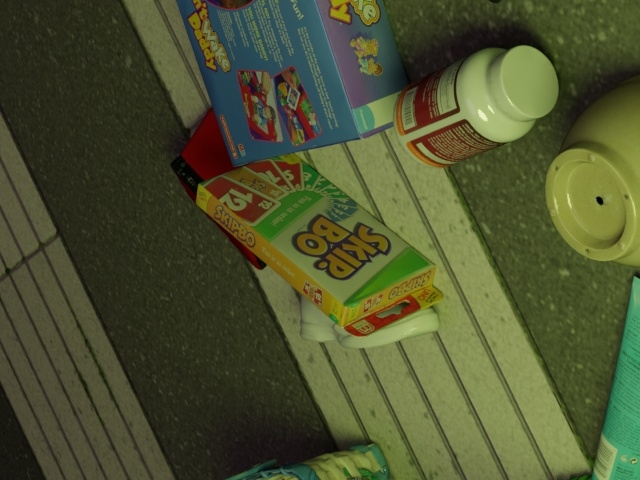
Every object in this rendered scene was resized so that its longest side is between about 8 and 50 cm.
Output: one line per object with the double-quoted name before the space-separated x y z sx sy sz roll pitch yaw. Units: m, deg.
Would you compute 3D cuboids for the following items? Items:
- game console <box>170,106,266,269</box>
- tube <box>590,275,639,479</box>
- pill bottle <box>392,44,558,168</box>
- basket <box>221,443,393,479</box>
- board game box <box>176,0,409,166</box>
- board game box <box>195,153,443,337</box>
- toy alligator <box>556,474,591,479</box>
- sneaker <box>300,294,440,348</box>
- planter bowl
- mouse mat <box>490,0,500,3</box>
"game console" -0.092 -0.058 1.922 0.144 0.085 0.124 46 172 27
"tube" 0.285 0.138 1.510 0.080 0.052 0.207 31 127 33
"pill bottle" 0.139 -0.121 1.514 0.152 0.086 0.086 -19 94 55
"basket" -0.030 0.352 1.837 0.201 0.289 0.255 -30 86 55
"board game box" -0.053 -0.260 1.693 0.233 0.078 0.347 -7 104 54
"board game box" 0.000 0.000 1.735 0.259 0.124 0.039 41 138 31
"toy alligator" 0.242 0.249 1.631 0.189 0.056 0.051 -6 63 55
"sneaker" 0.040 0.060 1.769 0.212 0.080 0.094 0 98 54
"planter bowl" 0.253 -0.046 1.387 0.162 0.109 0.162 30 131 41
"mouse mat" 0.125 -0.319 1.486 0.190 0.007 0.153 53 143 20
